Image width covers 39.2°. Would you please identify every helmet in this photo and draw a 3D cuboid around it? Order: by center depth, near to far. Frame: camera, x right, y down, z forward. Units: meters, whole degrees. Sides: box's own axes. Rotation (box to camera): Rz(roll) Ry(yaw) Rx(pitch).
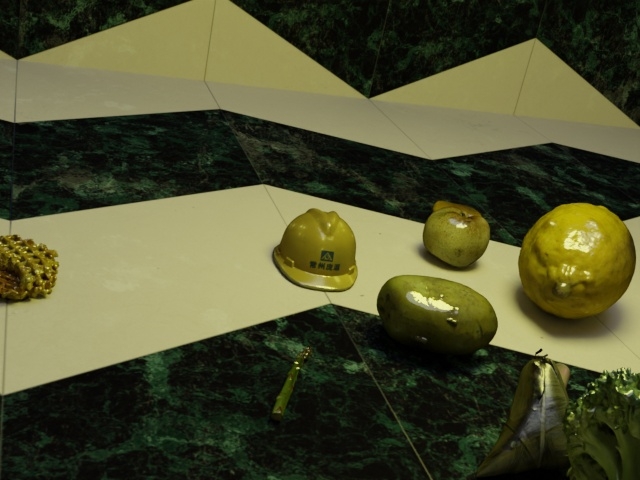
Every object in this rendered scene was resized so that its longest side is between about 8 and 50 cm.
[{"bbox_3d":[0.000,0.000,2.090,0.205,0.140,0.257,7,22,-11],"label":"helmet"}]

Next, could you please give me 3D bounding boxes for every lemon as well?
[{"bbox_3d":[0.595,0.052,2.105,0.316,0.285,0.285,-30,43,-25],"label":"lemon"}]

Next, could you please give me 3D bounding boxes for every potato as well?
[{"bbox_3d":[0.236,0.154,1.837,0.229,0.148,0.197,3,12,-23],"label":"potato"}]

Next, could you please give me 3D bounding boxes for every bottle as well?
[{"bbox_3d":[0.472,0.281,1.794,0.045,0.045,0.096,20,24,18],"label":"bottle"}]

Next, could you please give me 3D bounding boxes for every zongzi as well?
[{"bbox_3d":[0.335,0.301,1.548,0.205,0.094,0.204,-7,63,-10],"label":"zongzi"}]

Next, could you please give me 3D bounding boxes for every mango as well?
[{"bbox_3d":[0.373,-0.066,2.481,0.103,0.076,0.161,-14,31,-37],"label":"mango"}]

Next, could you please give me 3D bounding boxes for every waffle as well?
[{"bbox_3d":[-0.612,0.053,1.760,0.193,0.070,0.197,4,25,-20],"label":"waffle"}]

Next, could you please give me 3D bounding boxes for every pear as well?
[{"bbox_3d":[0.338,-0.012,2.266,0.167,0.136,0.167,14,20,-5],"label":"pear"}]

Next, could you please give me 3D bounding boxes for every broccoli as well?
[{"bbox_3d":[0.453,0.395,1.323,0.275,0.396,0.353,-2,-19,43],"label":"broccoli"}]

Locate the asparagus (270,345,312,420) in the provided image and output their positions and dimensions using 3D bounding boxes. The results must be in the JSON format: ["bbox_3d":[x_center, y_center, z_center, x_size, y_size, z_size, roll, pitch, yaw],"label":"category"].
[{"bbox_3d":[-0.052,0.254,1.633,0.025,0.024,0.248,54,22,-11],"label":"asparagus"}]
